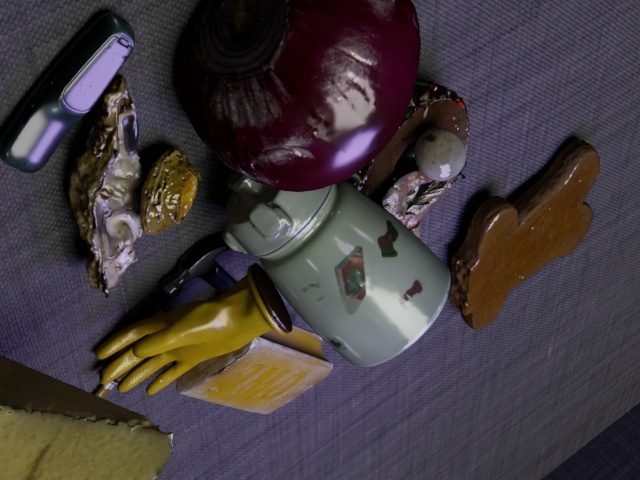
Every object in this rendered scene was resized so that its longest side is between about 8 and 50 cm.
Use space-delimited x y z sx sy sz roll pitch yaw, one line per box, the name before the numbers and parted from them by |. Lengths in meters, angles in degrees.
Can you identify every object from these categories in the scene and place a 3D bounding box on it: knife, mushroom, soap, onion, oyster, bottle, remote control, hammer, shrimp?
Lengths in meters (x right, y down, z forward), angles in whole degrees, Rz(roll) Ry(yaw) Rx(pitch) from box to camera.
knife | -0.318 0.208 1.903 0.256 0.022 0.046 -50 144 5
mushroom | 0.176 -0.129 1.893 0.085 0.085 0.079 -26 -175 -31
soap | -0.115 0.203 2.048 0.173 0.089 0.274 -35 153 16
onion | -0.006 -0.218 1.578 0.337 0.260 0.282 -47 144 0
oyster | -0.271 -0.071 1.602 0.129 0.078 0.345 -48 155 -42
bottle | 0.000 0.000 1.800 0.351 0.229 0.229 42 91 -21
remote control | -0.299 -0.173 1.467 0.222 0.042 0.072 -51 147 6
hammer | -0.135 0.075 1.959 0.137 0.037 0.290 -45 149 0
shrimp | 0.162 -0.078 1.947 0.190 0.042 0.101 -36 139 -20

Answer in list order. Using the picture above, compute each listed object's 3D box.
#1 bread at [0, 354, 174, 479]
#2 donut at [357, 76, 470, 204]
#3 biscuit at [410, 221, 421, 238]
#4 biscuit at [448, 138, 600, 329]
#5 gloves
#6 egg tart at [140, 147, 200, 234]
bread | -0.443 0.338 1.615 0.242 0.405 0.346 -19 128 -54
donut | 0.122 -0.142 1.962 0.269 0.103 0.270 -31 143 -26
biscuit | 0.141 0.038 2.235 0.061 0.055 0.219 -45 153 -37
biscuit | 0.402 -0.021 2.478 0.394 0.076 0.368 -38 148 -20
gloves | -0.197 0.152 1.857 0.294 0.116 0.133 -27 120 8
egg tart | -0.200 -0.066 1.668 0.130 0.052 0.130 18 90 -78
